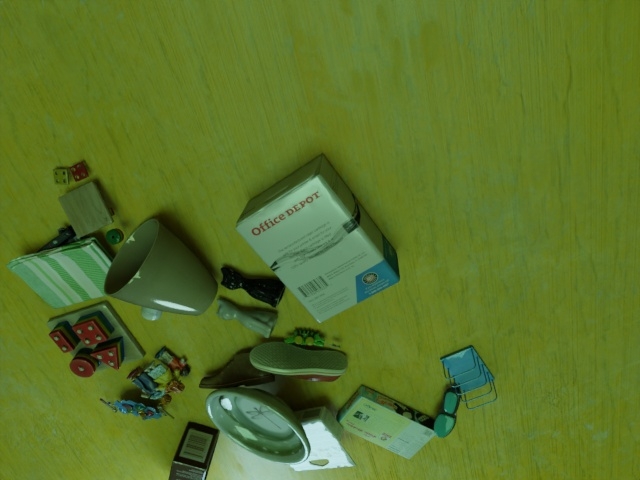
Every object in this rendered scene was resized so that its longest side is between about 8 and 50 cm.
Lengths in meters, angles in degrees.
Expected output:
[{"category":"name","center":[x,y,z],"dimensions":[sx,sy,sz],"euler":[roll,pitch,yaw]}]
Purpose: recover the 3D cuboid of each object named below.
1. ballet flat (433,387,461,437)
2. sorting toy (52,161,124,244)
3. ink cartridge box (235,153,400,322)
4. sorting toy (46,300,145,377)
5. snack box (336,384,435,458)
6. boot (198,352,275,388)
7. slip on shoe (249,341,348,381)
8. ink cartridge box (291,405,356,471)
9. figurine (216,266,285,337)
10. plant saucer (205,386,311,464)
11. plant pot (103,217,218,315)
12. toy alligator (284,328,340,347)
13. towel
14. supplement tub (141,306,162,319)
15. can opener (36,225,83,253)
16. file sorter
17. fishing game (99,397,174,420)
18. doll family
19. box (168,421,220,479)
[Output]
[{"category":"ballet flat","center":[0.452,0.599,1.805],"dimensions":[0.074,0.074,0.203],"euler":[10,110,0]},{"category":"sorting toy","center":[-0.695,-0.103,1.536],"dimensions":[0.132,0.046,0.274],"euler":[-22,99,16]},{"category":"ink cartridge box","center":[0.000,0.000,1.461],"dimensions":[0.286,0.166,0.395],"euler":[-30,113,20]},{"category":"sorting toy","center":[-0.800,0.366,1.801],"dimensions":[0.257,0.089,0.255],"euler":[-18,116,15]},{"category":"snack box","center":[0.240,0.667,1.875],"dimensions":[0.322,0.060,0.187],"euler":[28,120,-10]},{"category":"boot","center":[-0.301,0.462,1.814],"dimensions":[0.306,0.112,0.115],"euler":[-16,79,23]},{"category":"slip on shoe","center":[-0.076,0.421,1.733],"dimensions":[0.332,0.123,0.101],"euler":[9,131,-11]},{"category":"ink cartridge box","center":[-0.043,0.744,1.914],"dimensions":[0.297,0.066,0.261],"euler":[-21,115,31]},{"category":"figurine","center":[-0.237,0.198,1.656],"dimensions":[0.210,0.092,0.214],"euler":[19,121,5]},{"category":"plant saucer","center":[-0.202,0.618,1.779],"dimensions":[0.401,0.100,0.400],"euler":[16,134,18]},{"category":"plant pot","center":[-0.457,0.114,1.552],"dimensions":[0.257,0.256,0.274],"euler":[-36,126,23]},{"category":"toy alligator","center":[-0.025,0.326,1.719],"dimensions":[0.190,0.056,0.051],"euler":[5,79,4]},{"category":"towel","center":[-0.800,0.115,1.659],"dimensions":[0.325,0.038,0.247],"euler":[-14,132,13]},{"category":"supplement tub","center":[-0.549,0.201,1.691],"dimensions":[0.071,0.071,0.107],"euler":[19,121,-4]},{"category":"can opener","center":[-0.831,0.010,1.618],"dimensions":[0.186,0.059,0.073],"euler":[-24,92,20]},{"category":"file sorter","center":[0.495,0.460,1.706],"dimensions":[0.118,0.104,0.170],"euler":[-28,113,21]},{"category":"fishing game","center":[-0.694,0.651,1.946],"dimensions":[0.264,0.041,0.189],"euler":[4,144,11]},{"category":"doll family","center":[-0.582,0.515,1.845],"dimensions":[0.263,0.118,0.163],"euler":[-37,110,23]},{"category":"box","center":[-0.518,0.928,2.033],"dimensions":[0.143,0.191,0.381],"euler":[18,120,-4]}]
